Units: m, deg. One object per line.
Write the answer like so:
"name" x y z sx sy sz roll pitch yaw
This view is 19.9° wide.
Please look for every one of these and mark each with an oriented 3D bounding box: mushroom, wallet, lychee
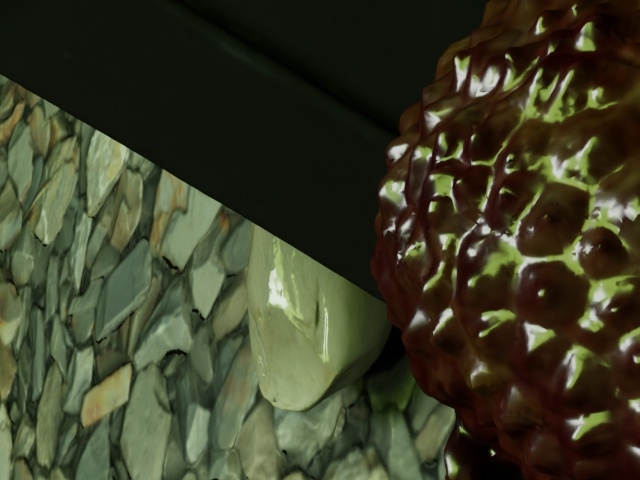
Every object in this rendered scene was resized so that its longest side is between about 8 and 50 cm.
"mushroom" 0.002 0.000 1.075 0.097 0.088 0.212 89 -178 -62
"wallet" 0.010 -0.094 0.803 0.228 0.406 0.062 -55 8 31
"lychee" 0.142 0.019 0.654 0.300 0.264 0.264 -52 36 9
